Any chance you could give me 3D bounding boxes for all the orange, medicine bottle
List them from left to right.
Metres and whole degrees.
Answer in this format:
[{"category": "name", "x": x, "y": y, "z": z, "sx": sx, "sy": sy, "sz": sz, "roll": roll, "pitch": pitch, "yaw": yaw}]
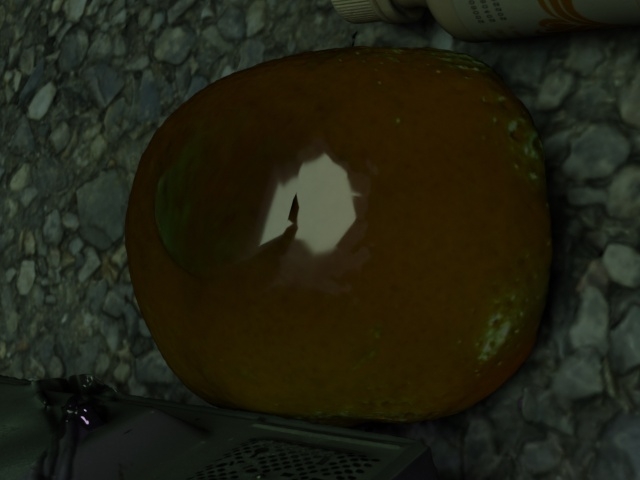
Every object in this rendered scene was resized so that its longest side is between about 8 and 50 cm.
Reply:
[{"category": "orange", "x": -0.006, "y": 0.001, "z": 0.633, "sx": 0.334, "sy": 0.196, "sz": 0.262, "roll": -2, "pitch": 94, "yaw": 29}, {"category": "medicine bottle", "x": 0.120, "y": -0.188, "z": 0.595, "sx": 0.252, "sy": 0.114, "sz": 0.114, "roll": 3, "pitch": 83, "yaw": 37}]

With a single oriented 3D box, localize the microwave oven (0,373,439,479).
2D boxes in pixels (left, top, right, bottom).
[{"category": "microwave oven", "x": -0.154, "y": 0.274, "z": 0.573, "sx": 0.432, "sy": 0.236, "sz": 0.374, "roll": 1, "pitch": 105, "yaw": 36}]
